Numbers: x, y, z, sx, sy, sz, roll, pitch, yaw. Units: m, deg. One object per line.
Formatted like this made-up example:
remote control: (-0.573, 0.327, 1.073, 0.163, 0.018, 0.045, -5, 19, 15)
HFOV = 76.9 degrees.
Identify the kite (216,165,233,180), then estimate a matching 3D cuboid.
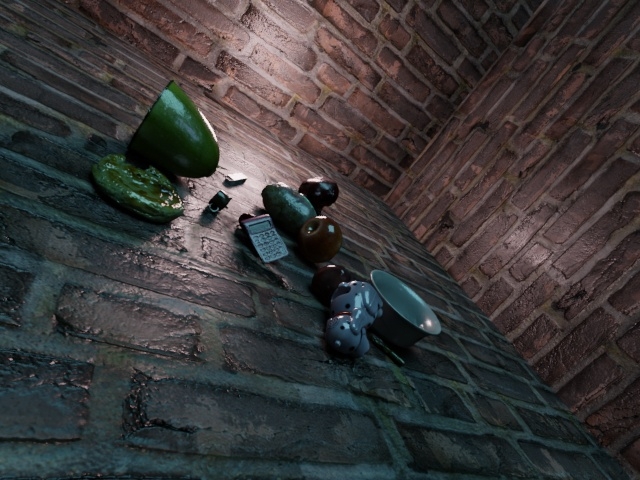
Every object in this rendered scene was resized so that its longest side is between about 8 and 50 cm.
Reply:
kite: (-0.483, -0.326, 1.835, 0.244, 0.006, 0.198, 38, 24, 34)

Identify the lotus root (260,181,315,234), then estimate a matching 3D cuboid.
lotus root: (-0.136, -0.140, 1.841, 0.349, 0.175, 0.175, 42, 19, 13)

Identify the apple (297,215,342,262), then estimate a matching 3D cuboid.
apple: (0.000, 0.000, 1.709, 0.162, 0.201, 0.201, 55, 5, -37)

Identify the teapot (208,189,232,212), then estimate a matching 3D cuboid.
teapot: (-0.384, -0.143, 1.544, 0.068, 0.076, 0.121, 44, 44, -9)

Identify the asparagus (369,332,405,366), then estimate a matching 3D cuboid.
asparagus: (0.239, 0.394, 1.465, 0.165, 0.030, 0.036, 40, 29, 7)

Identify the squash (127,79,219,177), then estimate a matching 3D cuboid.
squash: (-0.515, -0.391, 1.544, 0.309, 0.310, 0.310, 32, 19, -23)

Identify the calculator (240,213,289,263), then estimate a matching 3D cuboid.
calculator: (-0.206, -0.005, 1.490, 0.127, 0.034, 0.190, -19, 75, -42)

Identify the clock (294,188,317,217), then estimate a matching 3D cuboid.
clock: (-0.090, -0.164, 1.994, 0.159, 0.066, 0.210, 45, -15, 32)

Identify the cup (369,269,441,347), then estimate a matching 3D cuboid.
cup: (0.288, 0.290, 1.597, 0.347, 0.163, 0.347, 34, 19, -13)

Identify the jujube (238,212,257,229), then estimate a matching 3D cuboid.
jujube: (-0.259, -0.058, 1.562, 0.129, 0.077, 0.077, 36, 18, 5)

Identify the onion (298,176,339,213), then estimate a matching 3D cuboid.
onion: (-0.008, -0.260, 2.338, 0.252, 0.219, 0.252, -6, 3, 0)

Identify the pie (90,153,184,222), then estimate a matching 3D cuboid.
pie: (-0.563, -0.165, 1.266, 0.303, 0.067, 0.302, 34, 17, -12)

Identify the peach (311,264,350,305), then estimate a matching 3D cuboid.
peach: (0.046, 0.158, 1.498, 0.152, 0.152, 0.152, 33, 19, -13)

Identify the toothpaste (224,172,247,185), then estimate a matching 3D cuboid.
toothpaste: (-0.403, -0.297, 1.933, 0.046, 0.034, 0.164, 39, 18, 2)

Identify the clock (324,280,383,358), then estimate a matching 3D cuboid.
clock: (0.096, 0.270, 1.313, 0.189, 0.189, 0.254, 36, 31, -6)
